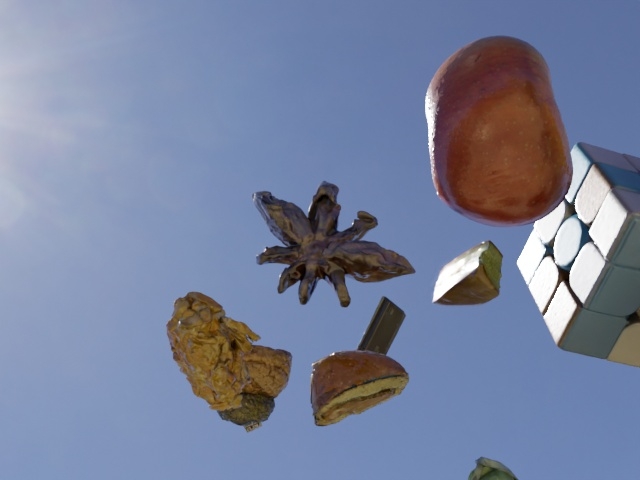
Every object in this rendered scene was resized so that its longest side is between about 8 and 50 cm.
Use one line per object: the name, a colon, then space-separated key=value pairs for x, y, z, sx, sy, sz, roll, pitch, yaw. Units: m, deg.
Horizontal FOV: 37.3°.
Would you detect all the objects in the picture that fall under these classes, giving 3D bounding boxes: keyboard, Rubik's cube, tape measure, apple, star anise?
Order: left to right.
star anise: x=-0.003 y=-0.003 z=1.471 sx=0.199 sy=0.257 sz=0.110 roll=-26 pitch=-31 yaw=-13
keyboard: x=0.097 y=0.225 z=1.882 sx=0.094 sy=0.025 sz=0.230 roll=40 pitch=-107 yaw=-47
apple: x=0.216 y=-0.131 z=1.186 sx=0.173 sy=0.234 sz=0.210 roll=-14 pitch=-7 yaw=14
tape measure: x=0.300 y=0.426 z=1.494 sx=0.088 sy=0.154 sz=0.177 roll=-35 pitch=-62 yaw=6
Rubik's cube: x=0.673 y=0.039 z=2.017 sx=0.347 sy=0.346 sz=0.344 roll=12 pitch=-61 yaw=-14

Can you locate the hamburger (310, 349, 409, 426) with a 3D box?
hamburger: x=0.044 y=0.204 z=1.440 sx=0.176 sy=0.102 sz=0.087 roll=-18 pitch=-28 yaw=-27

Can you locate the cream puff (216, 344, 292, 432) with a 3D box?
cream puff: x=-0.146 y=0.306 z=1.944 sx=0.184 sy=0.168 sz=0.183 roll=2 pitch=-15 yaw=1

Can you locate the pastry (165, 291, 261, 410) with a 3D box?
pastry: x=-0.187 y=0.193 z=1.645 sx=0.102 sy=0.154 sz=0.250 roll=-46 pitch=-29 yaw=-30

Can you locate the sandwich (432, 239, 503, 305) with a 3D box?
sandwich: x=0.331 y=0.078 z=2.057 sx=0.096 sy=0.094 sz=0.258 roll=15 pitch=-22 yaw=-13
